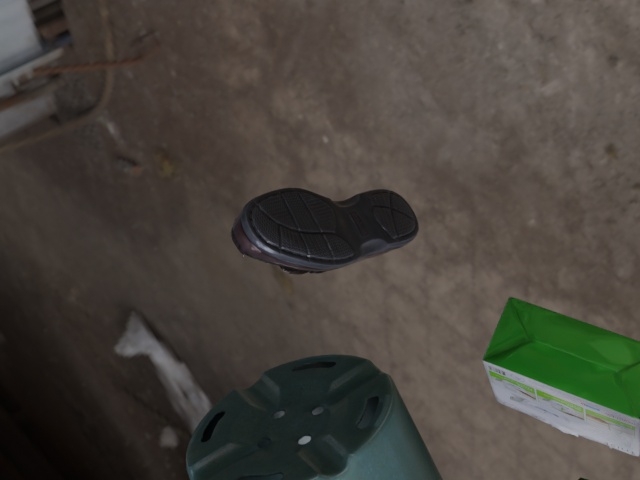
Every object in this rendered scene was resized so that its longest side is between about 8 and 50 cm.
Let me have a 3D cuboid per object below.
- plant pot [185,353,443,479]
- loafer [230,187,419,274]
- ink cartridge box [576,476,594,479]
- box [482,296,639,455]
[{"bbox_3d":[0.018,0.338,1.327,0.341,0.341,0.334,15,133,54],"label":"plant pot"},{"bbox_3d":[0.000,0.000,1.380,0.095,0.302,0.109,-39,69,37],"label":"loafer"},{"bbox_3d":[0.378,0.368,1.265,0.212,0.154,0.093,11,176,18],"label":"ink cartridge box"},{"bbox_3d":[0.414,0.227,1.829,0.262,0.127,0.231,19,162,23],"label":"box"}]
